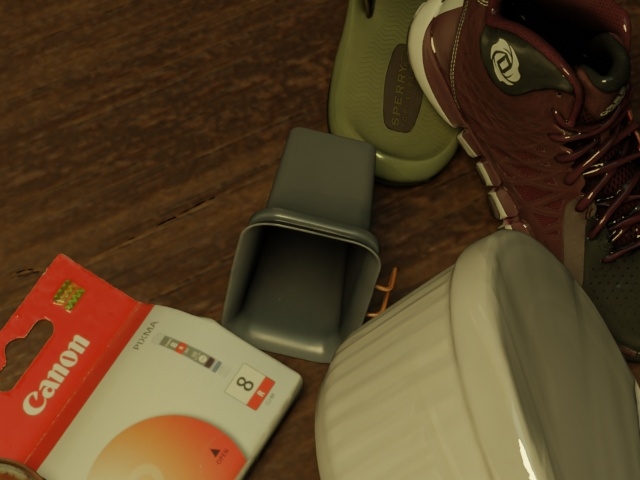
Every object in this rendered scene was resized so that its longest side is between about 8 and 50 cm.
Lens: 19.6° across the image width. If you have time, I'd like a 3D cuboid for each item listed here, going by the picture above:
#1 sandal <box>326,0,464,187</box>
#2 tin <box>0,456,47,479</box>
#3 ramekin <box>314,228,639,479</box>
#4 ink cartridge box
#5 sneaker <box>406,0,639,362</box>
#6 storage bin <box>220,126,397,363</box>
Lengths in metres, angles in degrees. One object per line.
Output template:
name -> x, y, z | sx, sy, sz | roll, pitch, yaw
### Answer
sandal -> 0.069, -0.182, 1.253 | 0.120, 0.086, 0.303 | 5, 65, -6
tin -> -0.177, 0.215, 1.042 | 0.106, 0.040, 0.190 | -21, 63, 6
ramekin -> 0.104, 0.141, 1.023 | 0.127, 0.273, 0.273 | -25, 67, 20
ink cartridge box -> -0.122, 0.098, 1.124 | 0.179, 0.045, 0.145 | 32, 65, 4
sneaker -> 0.166, -0.050, 1.137 | 0.106, 0.162, 0.281 | -38, 93, -20
storage bin -> 0.000, 0.000, 1.141 | 0.098, 0.135, 0.091 | 13, 55, -2
